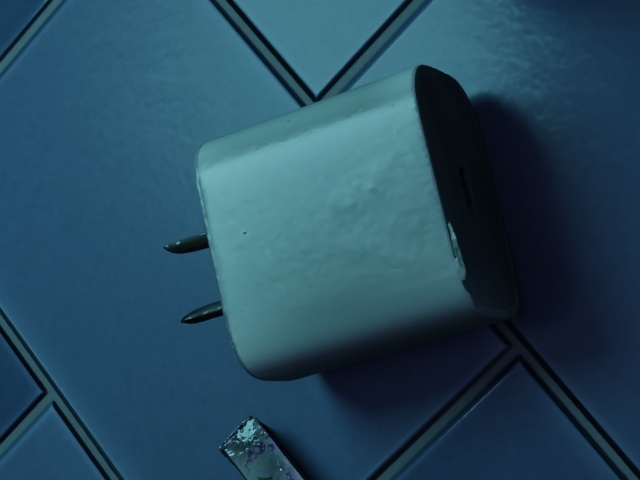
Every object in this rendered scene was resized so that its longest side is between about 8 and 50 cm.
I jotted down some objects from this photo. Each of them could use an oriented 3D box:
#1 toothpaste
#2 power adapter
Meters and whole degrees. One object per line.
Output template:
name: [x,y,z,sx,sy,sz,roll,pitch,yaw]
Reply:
toothpaste: [-0.001,0.219,1.238,0.040,0.047,0.196,-42,68,2]
power adapter: [0.000,0.000,1.210,0.255,0.124,0.187,-19,76,25]
